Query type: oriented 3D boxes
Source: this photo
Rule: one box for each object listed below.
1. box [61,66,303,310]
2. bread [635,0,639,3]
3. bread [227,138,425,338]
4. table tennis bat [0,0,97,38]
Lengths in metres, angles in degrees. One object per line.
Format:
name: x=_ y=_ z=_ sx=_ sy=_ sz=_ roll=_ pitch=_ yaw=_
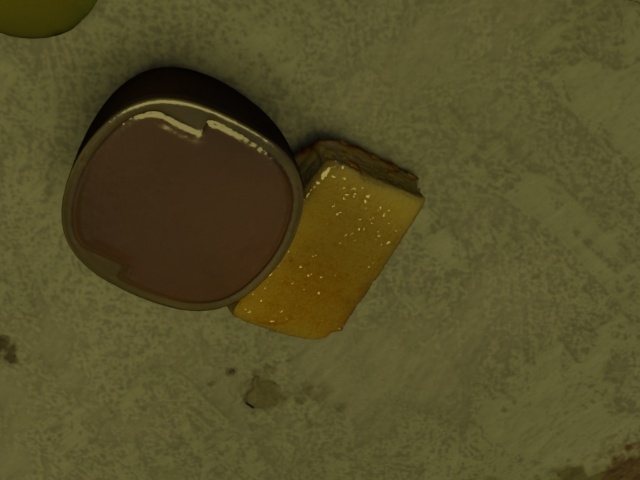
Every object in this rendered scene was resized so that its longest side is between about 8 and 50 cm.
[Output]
box: x=-0.182 y=-0.084 z=1.573 sx=0.301 sy=0.216 sz=0.300 roll=-4 pitch=118 yaw=-7
bread: x=0.300 y=-0.406 z=1.480 sx=0.339 sy=0.187 sz=0.155 roll=13 pitch=116 yaw=-11
bread: x=0.000 y=0.000 z=1.685 sx=0.185 sy=0.114 sz=0.274 roll=21 pitch=114 yaw=-29
table tennis bat: x=-0.328 y=-0.381 z=1.421 sx=0.224 sy=0.054 sz=0.369 roll=38 pitch=128 yaw=-20
